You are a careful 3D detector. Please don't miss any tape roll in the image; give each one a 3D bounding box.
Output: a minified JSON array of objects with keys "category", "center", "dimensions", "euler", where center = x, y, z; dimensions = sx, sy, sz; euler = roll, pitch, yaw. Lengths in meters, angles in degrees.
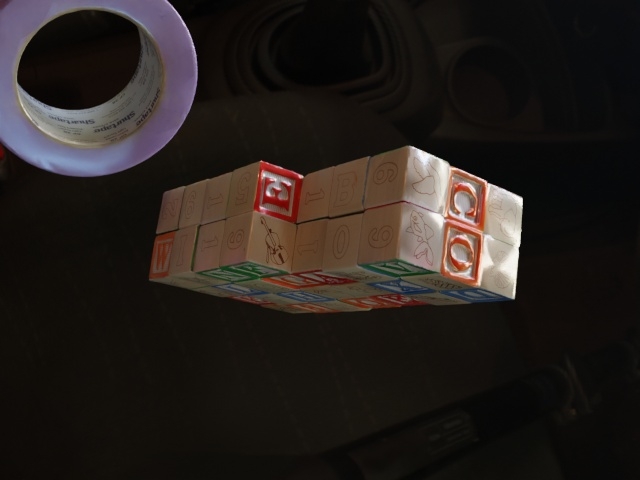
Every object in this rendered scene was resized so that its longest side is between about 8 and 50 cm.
[{"category":"tape roll","center":[-0.211,-0.157,0.749],"dimensions":[0.189,0.189,0.080],"euler":[-12,37,-22]}]

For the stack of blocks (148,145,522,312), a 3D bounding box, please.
[{"category":"stack of blocks","center":[0.000,0.000,0.722],"dimensions":[0.171,0.297,0.087],"euler":[18,73,-36]}]
